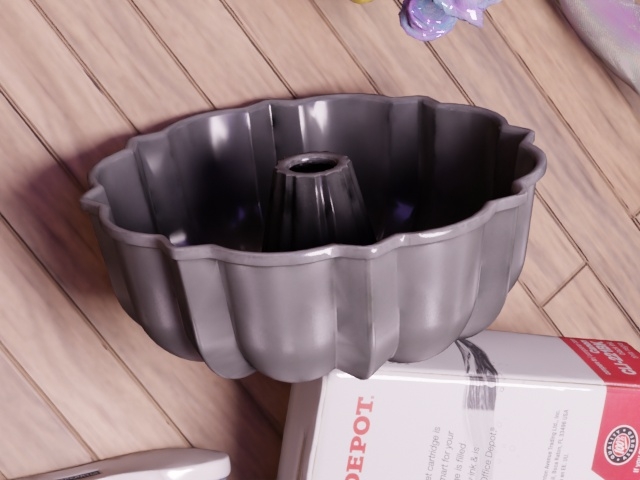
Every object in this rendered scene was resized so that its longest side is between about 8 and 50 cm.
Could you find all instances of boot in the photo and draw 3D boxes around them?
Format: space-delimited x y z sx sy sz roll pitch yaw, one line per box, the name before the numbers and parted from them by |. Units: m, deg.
boot | -0.157 0.213 1.190 0.190 0.069 0.086 -9 98 -14

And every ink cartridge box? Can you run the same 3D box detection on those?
ink cartridge box | 0.108 0.174 1.195 0.273 0.114 0.197 5 106 -14

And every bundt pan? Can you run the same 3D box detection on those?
bundt pan | 0.000 0.000 1.138 0.331 0.331 0.124 -15 114 -22

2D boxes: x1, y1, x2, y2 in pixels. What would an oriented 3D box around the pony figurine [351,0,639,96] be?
pony figurine | 0.181 -0.267 1.230 0.363 0.302 0.351 -20 56 -34
